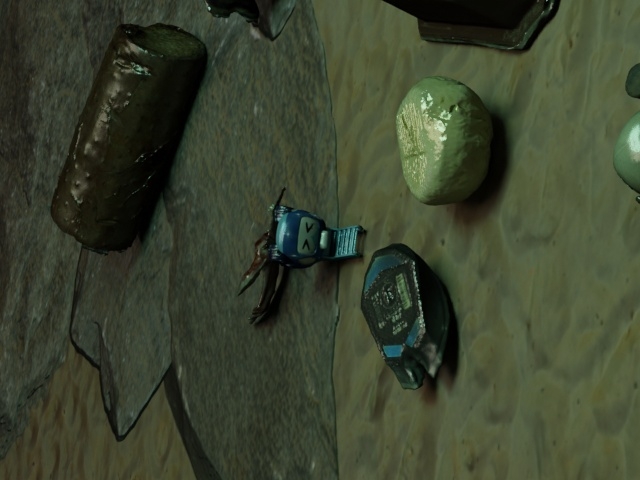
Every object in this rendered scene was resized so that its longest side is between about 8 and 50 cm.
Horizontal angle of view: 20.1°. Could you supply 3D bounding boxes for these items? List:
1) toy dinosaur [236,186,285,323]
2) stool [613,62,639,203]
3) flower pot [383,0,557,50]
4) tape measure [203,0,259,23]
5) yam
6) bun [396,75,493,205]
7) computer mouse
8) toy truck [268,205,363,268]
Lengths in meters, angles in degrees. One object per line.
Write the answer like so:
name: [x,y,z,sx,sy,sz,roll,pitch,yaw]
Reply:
toy dinosaur: [-0.055,0.013,1.823,0.220,0.032,0.108,101,-171,-47]
stool: [0.255,-0.081,1.153,0.217,0.121,0.125,-32,53,51]
flower pot: [0.117,-0.262,1.554,0.251,0.084,0.179,20,98,65]
tape measure: [-0.101,-0.411,1.955,0.231,0.133,0.271,53,134,30]
yam: [-0.241,-0.131,2.215,0.280,0.131,0.131,-67,27,23]
bun: [0.108,-0.084,1.519,0.115,0.069,0.115,173,90,-77]
computer mouse: [0.080,0.064,1.545,0.079,0.047,0.135,-43,51,41]
toy truck: [0.000,0.000,1.725,0.073,0.090,0.056,30,-115,-69]
